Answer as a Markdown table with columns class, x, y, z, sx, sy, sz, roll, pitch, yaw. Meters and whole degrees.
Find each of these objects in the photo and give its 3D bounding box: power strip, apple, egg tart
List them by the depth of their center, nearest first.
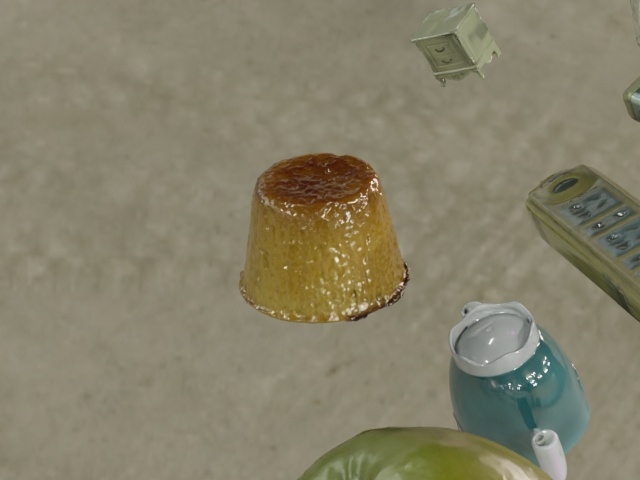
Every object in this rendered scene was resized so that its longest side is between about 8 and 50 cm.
| class | x | y | z | sx | sy | sz | roll | pitch | yaw |
| --- | --- | --- | --- | --- | --- | --- | --- | --- | --- |
| apple | 0.101 | 0.273 | 1.262 | 0.233 | 0.257 | 0.295 | -44 | 28 | -18 |
| power strip | 0.300 | 0.000 | 1.572 | 0.092 | 0.066 | 0.387 | -30 | 24 | -4 |
| egg tart | 0.000 | 0.000 | 1.893 | 0.215 | 0.170 | 0.215 | -4 | 31 | 2 |

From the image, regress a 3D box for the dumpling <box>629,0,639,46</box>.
| class | x | y | z | sx | sy | sz | roll | pitch | yaw |
| --- | --- | --- | --- | --- | --- | --- | --- | --- | --- |
| dumpling | 0.232 | -0.321 | 1.097 | 0.181 | 0.341 | 0.260 | 23 | 7 | 13 |

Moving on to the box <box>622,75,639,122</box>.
| class | x | y | z | sx | sy | sz | roll | pitch | yaw |
| --- | --- | --- | --- | --- | --- | --- | --- | --- | --- |
| box | 0.470 | -0.194 | 1.598 | 0.270 | 0.045 | 0.211 | -42 | 42 | -16 |

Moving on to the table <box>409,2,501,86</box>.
| class | x | y | z | sx | sy | sz | roll | pitch | yaw |
| --- | --- | --- | --- | --- | --- | --- | --- | --- | --- |
| table | 0.176 | -0.251 | 2.013 | 0.079 | 0.083 | 0.062 | -5 | 41 | 45 |

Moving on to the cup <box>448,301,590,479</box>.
| class | x | y | z | sx | sy | sz | roll | pitch | yaw |
| --- | --- | --- | --- | --- | --- | --- | --- | --- | --- |
| cup | 0.232 | 0.172 | 1.920 | 0.168 | 0.173 | 0.299 | -25 | 36 | 0 |
